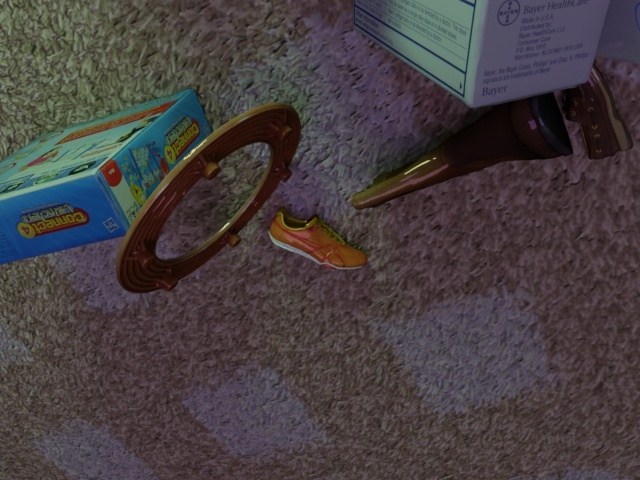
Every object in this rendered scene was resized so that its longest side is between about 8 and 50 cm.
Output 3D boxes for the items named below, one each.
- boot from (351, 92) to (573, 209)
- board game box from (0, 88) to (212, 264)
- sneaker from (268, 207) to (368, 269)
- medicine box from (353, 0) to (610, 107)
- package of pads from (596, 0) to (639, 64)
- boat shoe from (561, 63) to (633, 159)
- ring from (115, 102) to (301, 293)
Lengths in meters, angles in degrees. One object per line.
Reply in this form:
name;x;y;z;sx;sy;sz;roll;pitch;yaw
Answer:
boot;0.164;-0.112;0.737;0.280;0.264;0.096;-20;100;21
board game box;-0.349;-0.092;0.817;0.308;0.302;0.086;-11;119;19
sneaker;0.000;0.000;0.949;0.175;0.064;0.067;21;114;-5
medicine box;0.152;-0.322;0.560;0.149;0.263;0.289;-15;130;-17
package of pads;0.326;-0.289;0.556;0.101;0.296;0.229;-30;123;-6
boat shoe;0.355;-0.181;0.760;0.060;0.064;0.178;-28;115;23
ring;-0.138;-0.046;0.791;0.032;0.336;0.336;43;123;9
